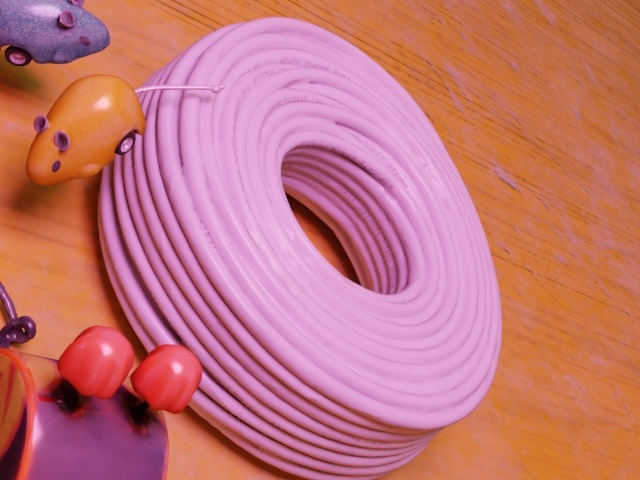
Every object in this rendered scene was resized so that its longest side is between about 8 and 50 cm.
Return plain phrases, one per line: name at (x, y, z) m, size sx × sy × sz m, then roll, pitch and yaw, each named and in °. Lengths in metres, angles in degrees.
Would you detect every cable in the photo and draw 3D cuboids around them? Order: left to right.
cable at (0.000, 0.000, 0.623) m, size 0.257 × 0.089 × 0.257 m, roll 48°, pitch 36°, yaw -9°

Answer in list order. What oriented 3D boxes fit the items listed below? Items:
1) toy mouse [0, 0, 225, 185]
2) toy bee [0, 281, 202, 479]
toy mouse at (-0.152, -0.080, 0.522) m, size 0.161 × 0.031 × 0.143 m, roll -38°, pitch 66°, yaw -25°
toy bee at (-0.106, 0.101, 0.361) m, size 0.195 × 0.162 × 0.298 m, roll -7°, pitch 67°, yaw -49°
